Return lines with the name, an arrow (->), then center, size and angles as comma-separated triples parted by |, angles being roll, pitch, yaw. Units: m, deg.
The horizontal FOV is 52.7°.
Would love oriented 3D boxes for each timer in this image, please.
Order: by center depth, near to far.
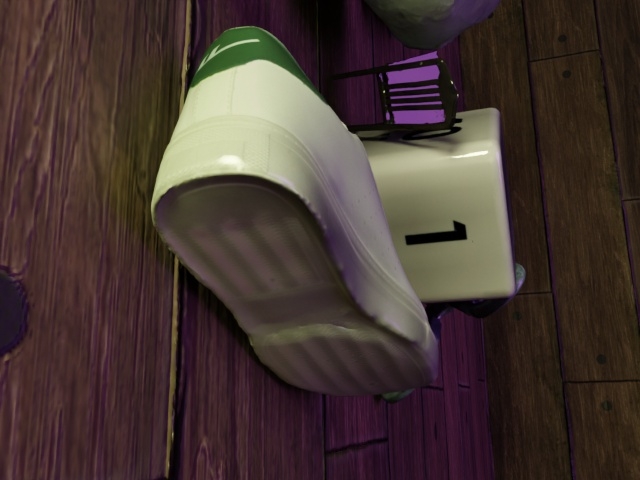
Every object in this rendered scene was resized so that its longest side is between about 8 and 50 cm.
timer -> 0.139, -0.044, 0.819 | 0.192, 0.194, 0.195 | -58, 138, -62

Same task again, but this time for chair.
chair -> 0.114, -0.170, 0.742 | 0.101, 0.212, 0.084 | -19, 106, -29

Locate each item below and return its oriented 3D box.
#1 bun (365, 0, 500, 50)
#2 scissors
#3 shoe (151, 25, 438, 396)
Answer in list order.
bun -> 0.109, -0.390, 0.734 | 0.354, 0.194, 0.355 | 43, 34, -39
scissors -> 0.185, 0.100, 0.999 | 0.029, 0.256, 0.383 | 43, 10, -3
shoe -> 0.000, 0.000, 0.502 | 0.363, 0.131, 0.160 | 55, 29, -51
